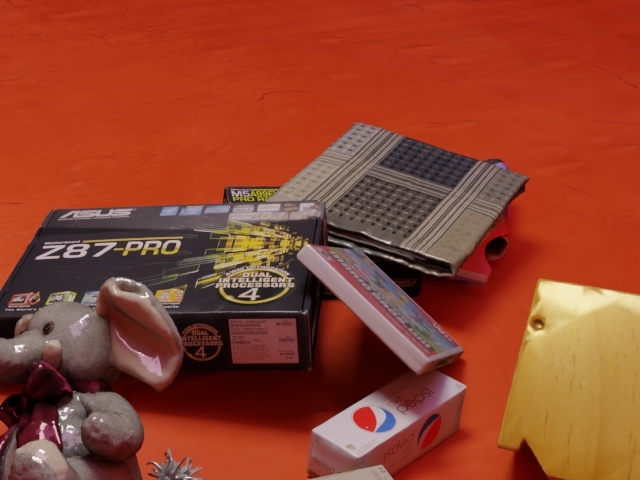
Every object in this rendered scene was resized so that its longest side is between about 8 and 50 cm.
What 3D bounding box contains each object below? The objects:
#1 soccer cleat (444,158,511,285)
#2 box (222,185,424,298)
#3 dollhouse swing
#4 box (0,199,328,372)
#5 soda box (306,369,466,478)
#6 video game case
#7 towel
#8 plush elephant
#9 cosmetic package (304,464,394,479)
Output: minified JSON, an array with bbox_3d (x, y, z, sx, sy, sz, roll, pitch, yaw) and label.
[{"bbox_3d":[0.252,-0.026,2.061,0.116,0.109,0.318,26,35,12],"label":"soccer cleat"},{"bbox_3d":[0.000,0.000,1.966,0.270,0.060,0.216,-1,35,-14],"label":"box"},{"bbox_3d":[0.439,0.212,1.654,0.346,0.305,0.315,9,67,21],"label":"dollhouse swing"},{"bbox_3d":[-0.194,0.057,1.709,0.394,0.097,0.318,-1,24,6],"label":"box"},{"bbox_3d":[0.081,0.226,1.579,0.074,0.069,0.216,27,33,33],"label":"soda box"},{"bbox_3d":[0.083,0.084,1.671,0.204,0.025,0.285,44,8,12],"label":"video game case"},{"bbox_3d":[0.115,-0.060,1.965,0.312,0.056,0.324,20,34,21],"label":"towel"},{"bbox_3d":[-0.278,0.171,1.381,0.330,0.272,0.255,-2,66,-47],"label":"plush elephant"},{"bbox_3d":[0.023,0.291,1.456,0.115,0.060,0.041,-5,29,-24],"label":"cosmetic package"}]
